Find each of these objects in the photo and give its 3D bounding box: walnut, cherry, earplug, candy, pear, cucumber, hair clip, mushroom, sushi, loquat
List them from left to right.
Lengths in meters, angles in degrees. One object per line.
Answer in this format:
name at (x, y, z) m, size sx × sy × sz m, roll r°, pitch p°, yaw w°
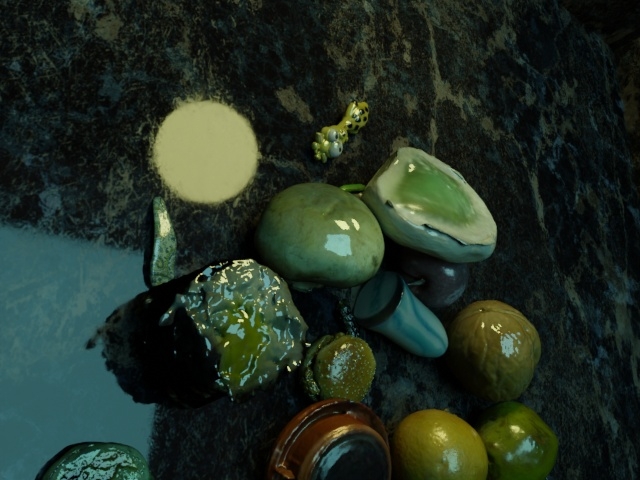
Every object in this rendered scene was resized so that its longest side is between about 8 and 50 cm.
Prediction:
hair clip at (-0.371, 0.003, 1.254) m, size 0.066 × 0.036 × 0.229 m, roll 7°, pitch 72°, yaw -43°
sushi at (-0.221, 0.194, 1.145) m, size 0.281 × 0.294 × 0.299 m, roll -37°, pitch 99°, yaw -40°
mushroom at (0.000, 0.000, 1.390) m, size 0.352 × 0.352 × 0.260 m, roll -9°, pitch 126°, yaw -39°
cucumber at (0.085, 0.257, 1.529) m, size 0.053 × 0.053 × 0.181 m, roll -20°, pitch 92°, yaw -40°
earplug at (0.272, 0.252, 1.600) m, size 0.324 × 0.185 × 0.185 m, roll 38°, pitch 56°, yaw -28°
candy at (0.321, -0.082, 1.554) m, size 0.427 × 0.186 × 0.386 m, roll 25°, pitch 40°, yaw -9°
cherry at (0.352, 0.093, 1.681) m, size 0.285 × 0.213 × 0.236 m, roll -21°, pitch 97°, yaw -49°
loquat at (0.320, 0.587, 1.465) m, size 0.275 × 0.275 × 0.275 m, roll 12°, pitch 69°, yaw -35°
walnut at (0.544, 0.353, 1.706) m, size 0.333 × 0.333 × 0.333 m, roll 12°, pitch 69°, yaw -35°
pear at (0.606, 0.647, 1.689) m, size 0.321 × 0.269 × 0.269 m, roll 2°, pitch 75°, yaw -39°

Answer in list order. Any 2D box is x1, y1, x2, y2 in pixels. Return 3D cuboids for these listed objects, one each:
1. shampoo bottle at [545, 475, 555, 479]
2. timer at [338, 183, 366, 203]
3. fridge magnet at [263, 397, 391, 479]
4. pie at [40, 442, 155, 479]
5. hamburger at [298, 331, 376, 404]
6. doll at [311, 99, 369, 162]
shampoo bottle at (0.665, 0.843, 1.782) m, size 0.359 × 0.078 × 0.134 m, roll 8°, pitch 66°, yaw -36°
timer at (0.105, -0.109, 1.656) m, size 0.140 × 0.047 × 0.128 m, roll -8°, pitch 83°, yaw -39°
fridge magnet at (0.032, 0.569, 1.304) m, size 0.364 × 0.155 × 0.363 m, roll -1°, pitch 92°, yaw -33°
pie at (-0.433, 0.511, 1.039) m, size 0.240 × 0.054 × 0.240 m, roll 14°, pitch 66°, yaw -34°
hamburger at (0.047, 0.354, 1.419) m, size 0.215 × 0.122 × 0.189 m, roll -36°, pitch 103°, yaw -36°
doll at (0.067, -0.348, 1.674) m, size 0.291 × 0.086 × 0.117 m, roll -47°, pitch 136°, yaw -36°
